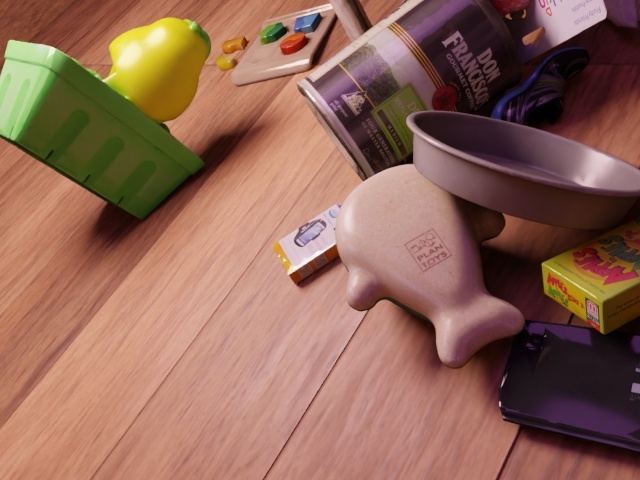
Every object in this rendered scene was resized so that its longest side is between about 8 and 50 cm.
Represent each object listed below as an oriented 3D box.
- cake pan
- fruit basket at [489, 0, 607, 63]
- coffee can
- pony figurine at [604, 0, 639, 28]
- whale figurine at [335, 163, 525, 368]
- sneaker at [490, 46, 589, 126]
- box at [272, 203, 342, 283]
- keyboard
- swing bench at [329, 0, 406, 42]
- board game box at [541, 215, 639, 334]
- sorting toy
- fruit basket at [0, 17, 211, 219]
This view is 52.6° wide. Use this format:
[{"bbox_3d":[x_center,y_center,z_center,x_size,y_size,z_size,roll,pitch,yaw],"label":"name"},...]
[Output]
[{"bbox_3d":[0.240,-0.089,0.777,0.292,0.054,0.293,11,22,-5],"label":"cake pan"},{"bbox_3d":[0.240,-0.426,0.912,0.165,0.353,0.327,-17,4,-8],"label":"fruit basket"},{"bbox_3d":[0.131,-0.239,0.986,0.275,0.201,0.202,-36,40,3],"label":"coffee can"},{"bbox_3d":[0.464,-0.505,1.038,0.363,0.303,0.351,-31,8,8],"label":"pony figurine"},{"bbox_3d":[0.133,0.035,0.797,0.216,0.141,0.272,-30,56,-4],"label":"whale figurine"},{"bbox_3d":[0.335,-0.214,0.962,0.188,0.067,0.078,-42,62,-13],"label":"sneaker"},{"bbox_3d":[0.000,0.000,0.983,0.136,0.028,0.081,-31,40,-2],"label":"box"},{"bbox_3d":[0.347,0.122,0.641,0.317,0.033,0.202,5,54,35],"label":"keyboard"},{"bbox_3d":[0.123,-0.486,1.198,0.254,0.253,0.165,-36,40,0],"label":"swing bench"},{"bbox_3d":[0.340,0.024,0.686,0.181,0.043,0.092,-23,30,-12],"label":"board game box"},{"bbox_3d":[-0.126,-0.449,1.490,0.307,0.041,0.229,-4,48,29],"label":"sorting toy"},{"bbox_3d":[-0.376,-0.270,1.225,0.282,0.392,0.392,22,64,44],"label":"fruit basket"}]
